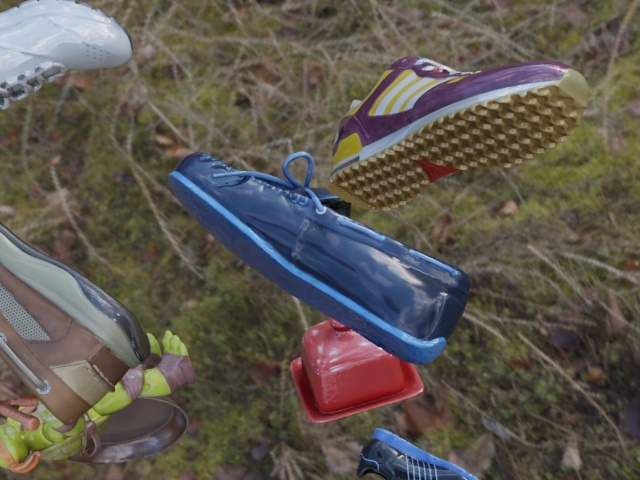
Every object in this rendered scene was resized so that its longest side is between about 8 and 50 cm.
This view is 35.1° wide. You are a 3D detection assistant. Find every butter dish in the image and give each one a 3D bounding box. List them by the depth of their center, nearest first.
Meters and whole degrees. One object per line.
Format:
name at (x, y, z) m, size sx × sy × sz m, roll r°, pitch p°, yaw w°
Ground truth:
butter dish at (0.038, 0.147, 1.344) m, size 0.160 × 0.118 × 0.160 m, roll -16°, pitch 29°, yaw -6°

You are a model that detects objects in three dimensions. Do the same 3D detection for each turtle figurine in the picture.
turtle figurine at (-0.230, 0.165, 0.983) m, size 0.217 × 0.087 × 0.269 m, roll -28°, pitch -2°, yaw -30°

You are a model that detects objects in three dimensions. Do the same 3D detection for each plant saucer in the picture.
plant saucer at (-0.242, 0.216, 1.196) m, size 0.168 × 0.168 × 0.029 m, roll -26°, pitch 53°, yaw 15°

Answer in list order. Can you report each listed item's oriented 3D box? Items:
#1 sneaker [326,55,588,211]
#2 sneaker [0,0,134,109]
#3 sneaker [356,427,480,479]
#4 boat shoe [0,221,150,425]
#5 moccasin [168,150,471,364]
sneaker at (0.074, -0.083, 0.603) m, size 0.185 × 0.069 × 0.084 m, roll -19°, pitch 54°, yaw 43°
sneaker at (-0.371, -0.211, 1.203) m, size 0.297 × 0.111 × 0.129 m, roll -4°, pitch 71°, yaw -7°
sneaker at (0.171, 0.400, 1.674) m, size 0.232 × 0.081 × 0.090 m, roll 23°, pitch 73°, yaw 21°
boat shoe at (-0.301, 0.041, 0.874) m, size 0.324 × 0.122 × 0.120 m, roll 31°, pitch 74°, yaw 19°
moccasin at (0.000, 0.000, 1.066) m, size 0.342 × 0.137 × 0.117 m, roll 34°, pitch 75°, yaw 11°
